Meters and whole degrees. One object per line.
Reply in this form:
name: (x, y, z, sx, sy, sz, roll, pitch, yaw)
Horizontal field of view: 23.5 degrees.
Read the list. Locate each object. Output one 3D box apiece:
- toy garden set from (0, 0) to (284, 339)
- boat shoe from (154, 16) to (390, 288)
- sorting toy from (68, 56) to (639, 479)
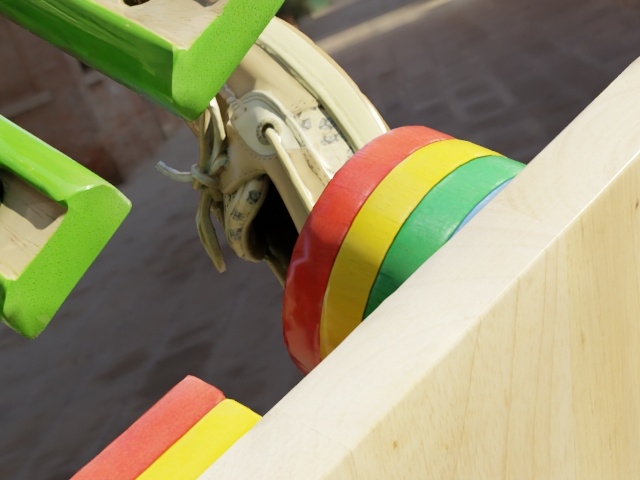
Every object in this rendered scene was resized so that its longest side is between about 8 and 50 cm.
toy garden set: (-0.159, -0.018, 0.413, 0.203, 0.049, 0.244, 31, 81, 34)
boat shoe: (0.000, 0.000, 0.678, 0.089, 0.285, 0.105, -33, -29, -14)
sorting toy: (0.019, 0.101, 0.471, 0.089, 0.257, 0.255, 25, 52, 34)
